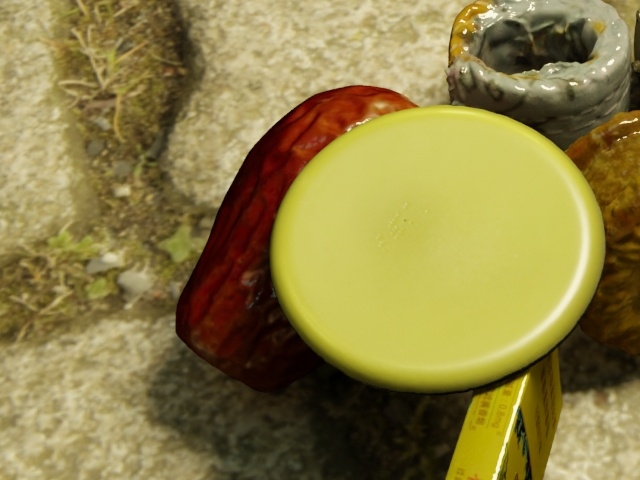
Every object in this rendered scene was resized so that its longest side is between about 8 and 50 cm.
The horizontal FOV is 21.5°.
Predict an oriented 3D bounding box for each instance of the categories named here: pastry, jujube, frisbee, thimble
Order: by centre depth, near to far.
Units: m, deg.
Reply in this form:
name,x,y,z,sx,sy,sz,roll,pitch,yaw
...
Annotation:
name,x,y,z,sx,sy,sz,roll,pitch,yaw
frisbee,0.080,0.000,1.173,0.236,0.017,0.236,-3,58,5
pastry,0.253,-0.007,1.250,0.189,0.188,0.103,-22,43,-5
jujube,0.000,0.000,1.310,0.190,0.190,0.255,32,84,30
thimble,0.181,-0.132,1.402,0.151,0.118,0.127,8,55,16

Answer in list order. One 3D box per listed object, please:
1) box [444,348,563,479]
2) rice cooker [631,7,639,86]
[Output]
name,x,y,z,sx,sy,sz,roll,pitch,yaw
box,0.115,0.183,1.152,0.041,0.153,0.279,9,55,18
rice cooker,0.328,-0.135,1.354,0.127,0.145,0.206,-8,44,-5
